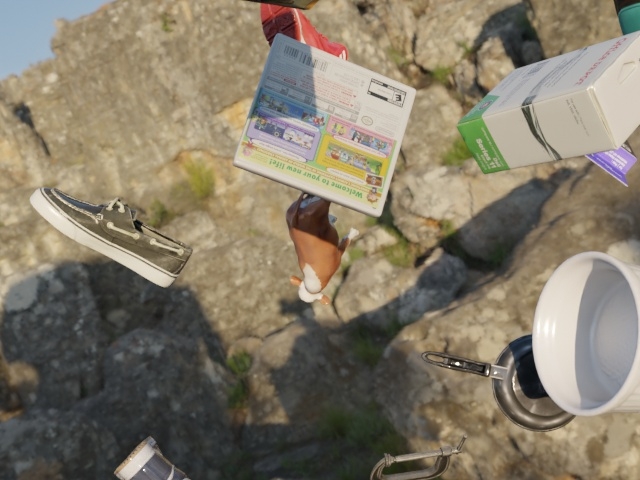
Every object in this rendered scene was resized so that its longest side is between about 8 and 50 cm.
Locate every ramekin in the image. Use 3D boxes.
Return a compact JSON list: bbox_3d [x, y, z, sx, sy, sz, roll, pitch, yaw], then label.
[{"bbox_3d":[0.500,0.164,1.312,0.135,0.277,0.277,9,-5,-19],"label":"ramekin"}]

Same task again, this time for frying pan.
[{"bbox_3d":[0.392,0.250,1.547,0.197,0.326,0.053,-55,-3,-7],"label":"frying pan"}]

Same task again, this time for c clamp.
[{"bbox_3d":[0.161,0.369,1.285,0.160,0.137,0.022,-10,48,-6],"label":"c clamp"}]

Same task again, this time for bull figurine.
[{"bbox_3d":[0.000,0.000,1.655,0.101,0.310,0.188,19,58,21],"label":"bull figurine"}]

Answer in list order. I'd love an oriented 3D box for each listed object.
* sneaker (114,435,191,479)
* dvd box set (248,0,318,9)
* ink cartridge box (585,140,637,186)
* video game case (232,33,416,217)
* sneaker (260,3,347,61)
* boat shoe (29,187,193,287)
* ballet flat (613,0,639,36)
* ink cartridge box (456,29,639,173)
[{"bbox_3d":[-0.319,0.473,1.510,0.099,0.153,0.282,-47,-1,-18],"label":"sneaker"},{"bbox_3d":[-0.190,-0.341,0.539,0.420,0.308,0.062,-1,-7,-31],"label":"dvd box set"},{"bbox_3d":[0.477,-0.207,1.395,0.045,0.206,0.208,-53,9,29],"label":"ink cartridge box"},{"bbox_3d":[0.009,-0.155,1.040,0.212,0.194,0.023,20,-13,-12],"label":"video game case"},{"bbox_3d":[-0.028,-0.392,1.502,0.087,0.221,0.128,-21,7,37],"label":"sneaker"},{"bbox_3d":[-0.274,-0.020,1.021,0.070,0.219,0.078,-54,26,8],"label":"boat shoe"},{"bbox_3d":[0.635,-0.494,1.514,0.123,0.349,0.123,-33,18,12],"label":"ballet flat"},{"bbox_3d":[0.302,-0.169,0.963,0.153,0.087,0.208,-42,19,-29],"label":"ink cartridge box"}]
